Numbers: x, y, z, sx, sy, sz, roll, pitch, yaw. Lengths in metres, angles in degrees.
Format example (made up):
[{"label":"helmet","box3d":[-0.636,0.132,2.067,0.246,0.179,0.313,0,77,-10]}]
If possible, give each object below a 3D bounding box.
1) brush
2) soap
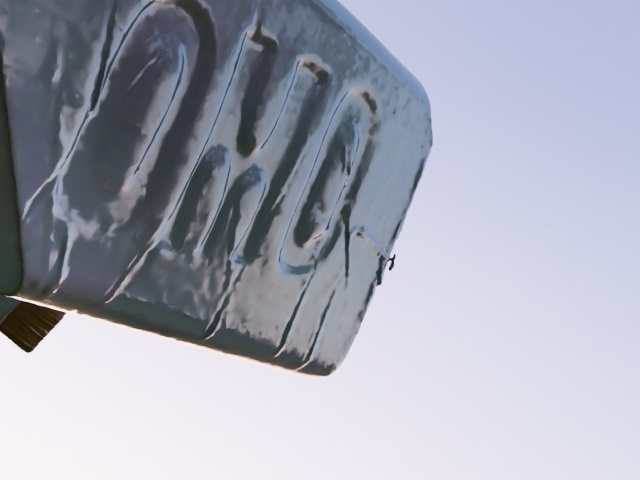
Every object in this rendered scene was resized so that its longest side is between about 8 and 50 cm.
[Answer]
[{"label":"brush","box3d":[-0.320,-0.010,0.837,0.020,0.085,0.336,35,-15,39]},{"label":"soap","box3d":[-0.065,-0.049,0.433,0.095,0.173,0.289,20,-5,34]}]
